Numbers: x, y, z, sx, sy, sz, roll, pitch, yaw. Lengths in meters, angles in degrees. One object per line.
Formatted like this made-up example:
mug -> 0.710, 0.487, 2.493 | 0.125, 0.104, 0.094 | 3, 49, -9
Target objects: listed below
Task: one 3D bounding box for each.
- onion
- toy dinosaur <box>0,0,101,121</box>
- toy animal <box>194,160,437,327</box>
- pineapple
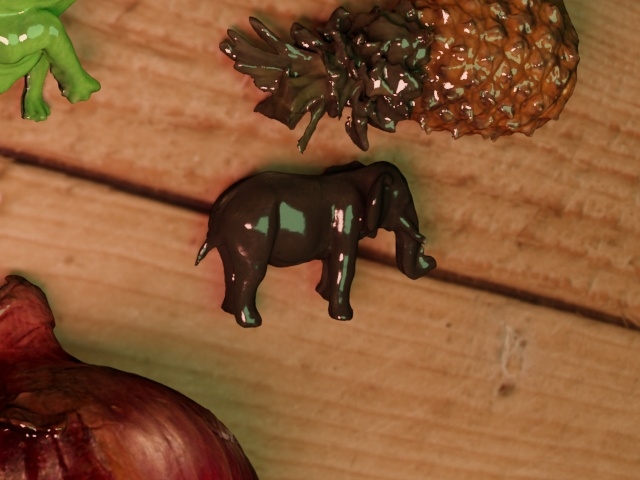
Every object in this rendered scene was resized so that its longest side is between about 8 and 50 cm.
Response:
onion -> -0.222, 0.205, 1.563 | 0.348, 0.348, 0.385 | 5, 58, -38
toy dinosaur -> -0.277, -0.311, 1.522 | 0.374, 0.144, 0.500 | -23, 110, -20
toy animal -> 0.004, 0.001, 1.784 | 0.245, 0.114, 0.146 | -6, 103, -37
pineapple -> 0.073, -0.168, 1.788 | 0.340, 0.169, 0.169 | -4, 102, -31
